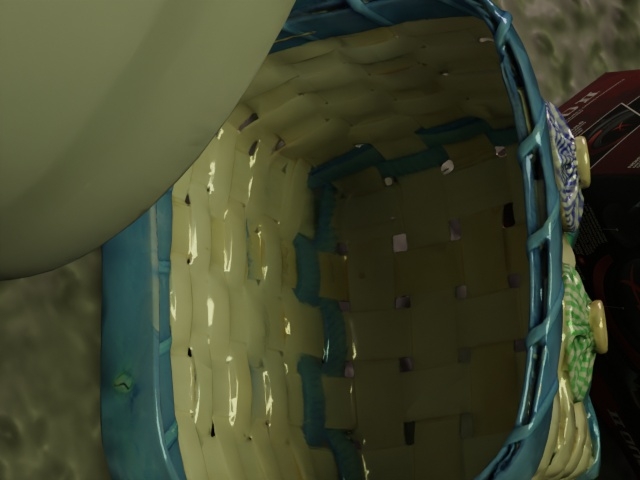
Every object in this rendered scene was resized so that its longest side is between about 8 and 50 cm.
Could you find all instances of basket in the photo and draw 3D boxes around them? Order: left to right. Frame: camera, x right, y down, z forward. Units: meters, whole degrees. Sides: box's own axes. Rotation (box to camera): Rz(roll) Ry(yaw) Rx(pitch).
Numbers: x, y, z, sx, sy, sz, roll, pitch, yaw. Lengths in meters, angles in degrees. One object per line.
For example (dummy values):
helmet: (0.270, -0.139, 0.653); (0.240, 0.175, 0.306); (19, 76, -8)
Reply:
basket: (0.000, 0.000, 0.742); (0.289, 0.201, 0.255); (20, 61, -54)

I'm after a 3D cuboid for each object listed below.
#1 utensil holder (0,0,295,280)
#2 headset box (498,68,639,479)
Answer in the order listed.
utensil holder: (-0.232, -0.179, 0.542); (0.385, 0.327, 0.328); (14, 65, -38)
headset box: (0.212, 0.029, 0.871); (0.110, 0.293, 0.218); (-36, 105, -19)
